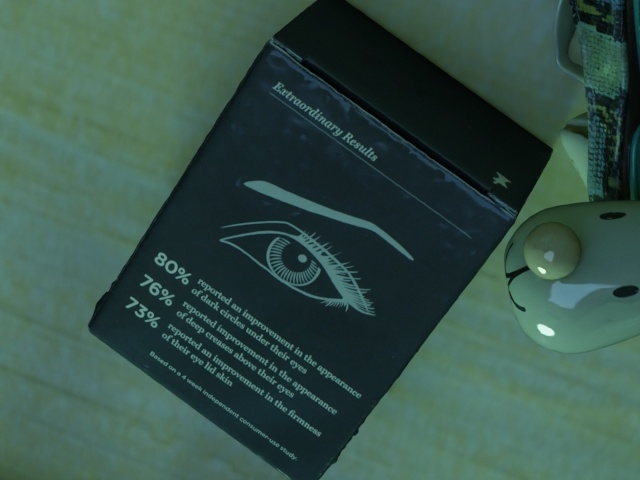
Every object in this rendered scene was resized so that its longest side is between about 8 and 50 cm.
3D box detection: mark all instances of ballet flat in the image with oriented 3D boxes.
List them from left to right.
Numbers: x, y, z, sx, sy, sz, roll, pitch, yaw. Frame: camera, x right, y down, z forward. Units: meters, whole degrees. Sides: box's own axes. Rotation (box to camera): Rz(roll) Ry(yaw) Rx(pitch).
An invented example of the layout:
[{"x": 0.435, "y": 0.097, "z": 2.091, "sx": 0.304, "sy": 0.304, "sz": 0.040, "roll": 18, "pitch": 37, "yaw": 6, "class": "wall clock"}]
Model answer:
[{"x": 0.150, "y": -0.073, "z": 0.905, "sx": 0.070, "sy": 0.070, "sz": 0.188, "roll": 2, "pitch": 110, "yaw": 17, "class": "ballet flat"}]

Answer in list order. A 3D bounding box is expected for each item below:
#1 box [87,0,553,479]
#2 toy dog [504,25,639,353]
[{"x": 0.000, "y": 0.000, "z": 0.949, "sx": 0.153, "sy": 0.108, "sz": 0.207, "roll": 37, "pitch": 117, "yaw": 1, "class": "box"}, {"x": 0.230, "y": -0.033, "z": 0.768, "sx": 0.333, "sy": 0.161, "sz": 0.220, "roll": -40, "pitch": 59, "yaw": 11, "class": "toy dog"}]
